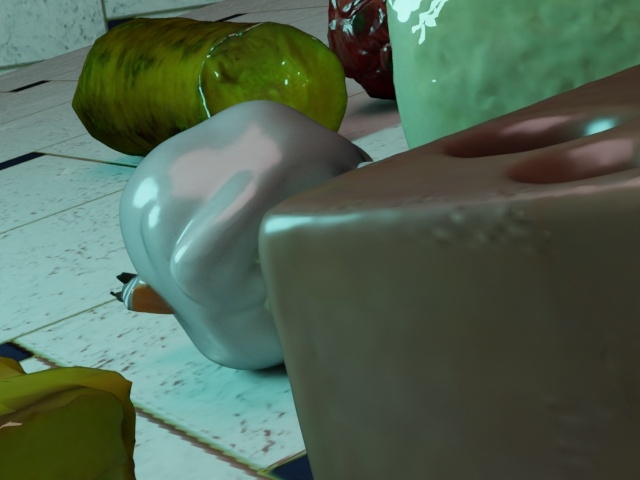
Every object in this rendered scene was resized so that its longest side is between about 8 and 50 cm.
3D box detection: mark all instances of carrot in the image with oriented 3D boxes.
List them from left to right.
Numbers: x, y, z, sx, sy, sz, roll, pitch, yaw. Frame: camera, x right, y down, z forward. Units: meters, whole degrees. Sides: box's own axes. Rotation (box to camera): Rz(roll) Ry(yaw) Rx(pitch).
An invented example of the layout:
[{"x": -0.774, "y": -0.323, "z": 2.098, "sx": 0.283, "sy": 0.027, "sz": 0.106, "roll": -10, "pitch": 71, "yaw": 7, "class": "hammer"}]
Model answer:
[{"x": -0.099, "y": -0.113, "z": 1.265, "sx": 0.114, "sy": 0.114, "sz": 0.302, "roll": -22, "pitch": 16, "yaw": -26, "class": "carrot"}]

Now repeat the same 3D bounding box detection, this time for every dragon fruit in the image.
[{"x": 0.067, "y": -0.174, "z": 1.271, "sx": 0.121, "sy": 0.130, "sz": 0.142, "roll": 31, "pitch": 42, "yaw": 17, "class": "dragon fruit"}]

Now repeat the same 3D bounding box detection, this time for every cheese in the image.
[{"x": 0.123, "y": 0.025, "z": 0.385, "sx": 0.203, "sy": 0.128, "sz": 0.177, "roll": -20, "pitch": 15, "yaw": -37, "class": "cheese"}]

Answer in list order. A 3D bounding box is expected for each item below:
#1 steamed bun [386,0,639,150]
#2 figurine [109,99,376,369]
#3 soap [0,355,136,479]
[{"x": 0.157, "y": -0.161, "z": 0.799, "sx": 0.290, "sy": 0.272, "sz": 0.273, "roll": -16, "pitch": 13, "yaw": 19, "class": "steamed bun"}, {"x": 0.000, "y": 0.000, "z": 0.674, "sx": 0.229, "sy": 0.112, "sz": 0.137, "roll": 4, "pitch": 16, "yaw": 31, "class": "figurine"}, {"x": -0.211, "y": 0.124, "z": 0.410, "sx": 0.324, "sy": 0.096, "sz": 0.204, "roll": -25, "pitch": 15, "yaw": -34, "class": "soap"}]
